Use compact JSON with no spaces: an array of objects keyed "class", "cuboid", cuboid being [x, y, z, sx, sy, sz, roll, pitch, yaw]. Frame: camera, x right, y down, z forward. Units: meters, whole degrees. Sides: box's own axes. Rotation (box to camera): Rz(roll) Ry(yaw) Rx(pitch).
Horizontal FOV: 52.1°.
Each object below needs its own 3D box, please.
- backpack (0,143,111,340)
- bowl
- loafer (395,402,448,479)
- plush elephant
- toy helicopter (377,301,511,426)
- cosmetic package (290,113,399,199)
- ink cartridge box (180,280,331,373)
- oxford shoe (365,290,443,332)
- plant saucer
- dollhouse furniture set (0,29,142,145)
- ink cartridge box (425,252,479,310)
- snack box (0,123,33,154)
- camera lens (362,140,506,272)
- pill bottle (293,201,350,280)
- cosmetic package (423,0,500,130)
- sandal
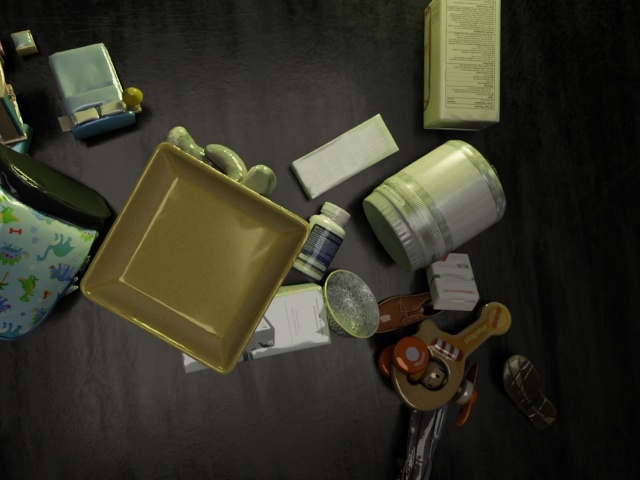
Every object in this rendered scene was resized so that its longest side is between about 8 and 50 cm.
[{"class":"backpack","cuboid":[-0.639,0.032,1.358,0.355,0.273,0.290,-46,135,8]},{"class":"bowl","cuboid":[0.050,0.161,1.524,0.080,0.170,0.170,-35,96,37]},{"class":"loafer","cuboid":[0.223,0.508,1.561,0.095,0.109,0.302,17,81,10]},{"class":"plush elephant","cuboid":[-0.230,-0.076,1.410,0.330,0.255,0.272,25,86,-7]},{"class":"toy helicopter","cuboid":[0.327,0.275,1.550,0.355,0.140,0.235,-33,81,-21]},{"class":"cosmetic package","cuboid":[0.056,-0.195,1.550,0.239,0.060,0.099,-29,92,-7]},{"class":"ink cartridge box","cuboid":[-0.151,0.182,1.437,0.307,0.223,0.129,-10,92,-8]},{"class":"oxford shoe","cuboid":[0.207,0.168,1.564,0.212,0.076,0.076,-19,94,-6]},{"class":"plant saucer","cuboid":[-0.235,0.034,1.264,0.333,0.081,0.333,30,92,1]},{"class":"dollhouse furniture set","cuboid":[-0.559,-0.379,1.374,0.303,0.198,0.286,-18,78,-17]},{"class":"ink cartridge box","cuboid":[0.308,0.097,1.550,0.099,0.056,0.135,4,47,-8]},{"class":"snack box","cuboid":[-0.816,-0.198,1.426,0.322,0.060,0.187,13,87,-8]},{"class":"camera lens","cuboid":[0.264,-0.081,1.499,0.274,0.219,0.219,-32,94,-7]},{"class":"pill bottle","cuboid":[0.000,0.000,1.524,0.094,0.094,0.169,30,86,-7]},{"class":"cosmetic package","cuboid":[0.333,-0.419,1.557,0.153,0.129,0.296,2,89,-9]},{"class":"sandal","cuboid":[0.508,0.371,1.618,0.090,0.060,0.219,-38,109,-1]}]
